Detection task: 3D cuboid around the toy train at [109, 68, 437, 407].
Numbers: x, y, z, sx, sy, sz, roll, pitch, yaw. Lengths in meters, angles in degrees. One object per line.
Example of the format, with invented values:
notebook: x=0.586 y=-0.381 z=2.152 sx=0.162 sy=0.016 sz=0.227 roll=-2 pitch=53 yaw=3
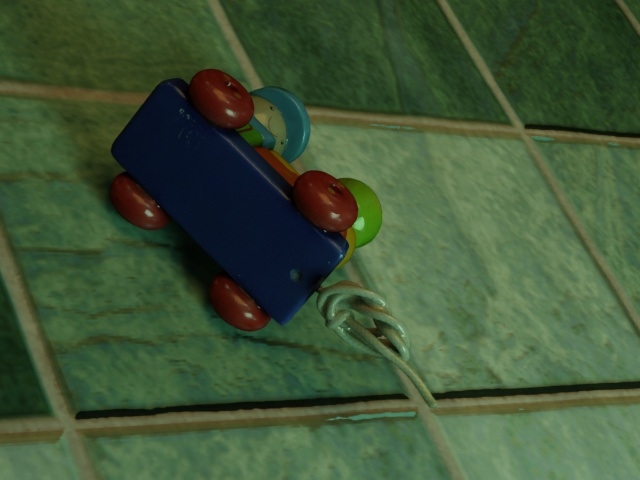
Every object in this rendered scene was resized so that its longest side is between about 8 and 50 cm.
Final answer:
toy train: x=0.000 y=0.000 z=1.029 sx=0.248 sy=0.105 sz=0.143 roll=44 pitch=23 yaw=9
